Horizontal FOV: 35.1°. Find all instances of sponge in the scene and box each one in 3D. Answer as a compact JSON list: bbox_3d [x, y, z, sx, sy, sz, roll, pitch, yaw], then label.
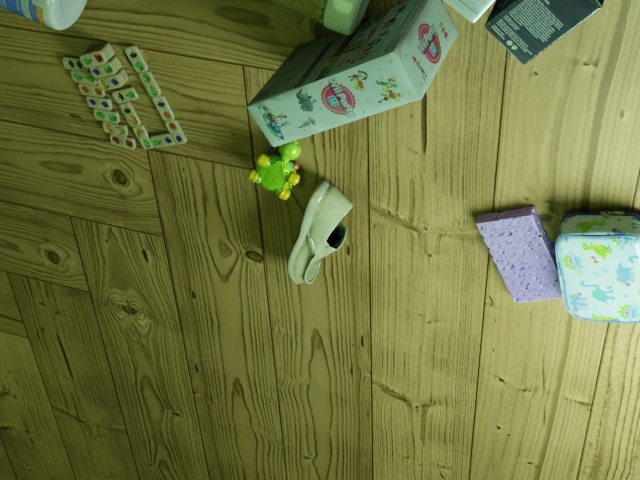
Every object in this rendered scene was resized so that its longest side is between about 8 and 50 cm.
[{"bbox_3d":[0.395,0.031,1.960,0.117,0.031,0.210,-11,124,33],"label":"sponge"}]

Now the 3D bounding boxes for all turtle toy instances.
[{"bbox_3d":[-0.080,-0.148,2.014,0.095,0.066,0.130,31,135,-4],"label":"turtle toy"}]

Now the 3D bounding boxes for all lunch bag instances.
[{"bbox_3d":[0.525,0.048,1.868,0.176,0.090,0.219,0,128,26],"label":"lunch bag"}]

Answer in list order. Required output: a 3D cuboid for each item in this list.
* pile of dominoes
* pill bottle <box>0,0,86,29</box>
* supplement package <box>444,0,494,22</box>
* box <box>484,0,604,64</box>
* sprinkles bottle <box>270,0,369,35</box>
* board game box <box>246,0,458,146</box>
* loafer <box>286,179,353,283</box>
[{"bbox_3d":[-0.411,-0.283,2.079,0.196,0.040,0.251,-7,125,31],"label":"pile of dominoes"},{"bbox_3d":[-0.579,-0.507,1.883,0.272,0.152,0.152,23,135,6],"label":"pill bottle"},{"bbox_3d":[0.249,-0.469,1.470,0.149,0.194,0.203,36,136,-8],"label":"supplement package"},{"bbox_3d":[0.349,-0.374,1.533,0.093,0.156,0.158,41,134,-13],"label":"box"},{"bbox_3d":[-0.088,-0.464,1.697,0.355,0.121,0.121,24,135,6],"label":"sprinkles bottle"},{"bbox_3d":[0.055,-0.287,1.710,0.303,0.224,0.097,-15,120,36],"label":"board game box"},{"bbox_3d":[0.000,0.000,2.081,0.092,0.102,0.269,26,135,12],"label":"loafer"}]
